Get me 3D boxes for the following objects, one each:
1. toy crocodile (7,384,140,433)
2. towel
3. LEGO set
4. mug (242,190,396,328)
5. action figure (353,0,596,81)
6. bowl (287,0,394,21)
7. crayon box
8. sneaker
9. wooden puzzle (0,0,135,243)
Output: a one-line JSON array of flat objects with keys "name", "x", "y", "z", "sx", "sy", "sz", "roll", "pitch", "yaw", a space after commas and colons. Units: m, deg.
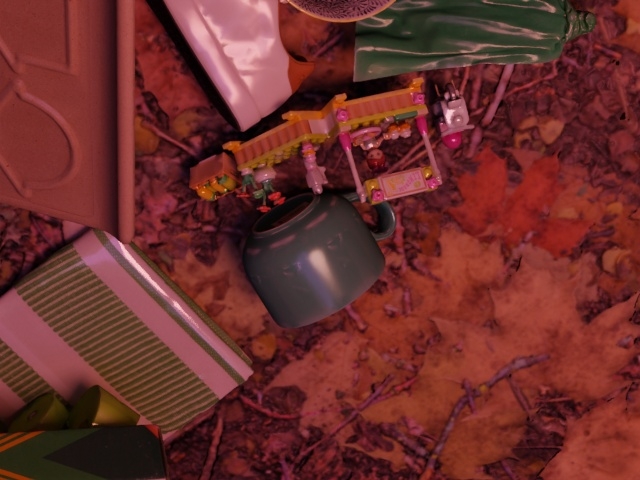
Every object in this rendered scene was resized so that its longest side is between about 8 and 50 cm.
[{"name": "toy crocodile", "x": -0.325, "y": 0.264, "z": 1.667, "sx": 0.340, "sy": 0.105, "sz": 0.115, "roll": -33, "pitch": 110, "yaw": 13}, {"name": "towel", "x": -0.267, "y": 0.150, "z": 1.695, "sx": 0.325, "sy": 0.038, "sz": 0.248, "roll": -38, "pitch": 110, "yaw": 14}, {"name": "LEGO set", "x": 0.013, "y": -0.070, "z": 1.546, "sx": 0.287, "sy": 0.132, "sz": 0.107, "roll": -17, "pitch": 82, "yaw": 2}, {"name": "mug", "x": -0.008, "y": 0.005, "z": 1.607, "sx": 0.129, "sy": 0.158, "sz": 0.097, "roll": -20, "pitch": 111, "yaw": 31}, {"name": "action figure", "x": 0.149, "y": -0.212, "z": 1.532, "sx": 0.232, "sy": 0.063, "sz": 0.137, "roll": 3, "pitch": 88, "yaw": 1}, {"name": "bowl", "x": 0.004, "y": -0.286, "z": 1.478, "sx": 0.170, "sy": 0.080, "sz": 0.170, "roll": -2, "pitch": 96, "yaw": -22}, {"name": "crayon box", "x": -0.315, "y": 0.282, "z": 1.567, "sx": 0.319, "sy": 0.081, "sz": 0.202, "roll": -2, "pitch": 132, "yaw": -14}, {"name": "sneaker", "x": -0.105, "y": -0.252, "z": 1.501, "sx": 0.123, "sy": 0.106, "sz": 0.290, "roll": -35, "pitch": 116, "yaw": -8}, {"name": "wooden puzzle", "x": -0.308, "y": -0.174, "z": 1.402, "sx": 0.348, "sy": 0.080, "sz": 0.322, "roll": 18, "pitch": 135, "yaw": 12}]
